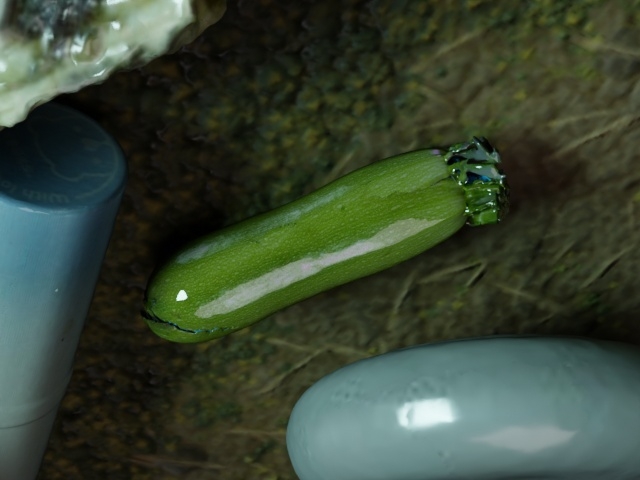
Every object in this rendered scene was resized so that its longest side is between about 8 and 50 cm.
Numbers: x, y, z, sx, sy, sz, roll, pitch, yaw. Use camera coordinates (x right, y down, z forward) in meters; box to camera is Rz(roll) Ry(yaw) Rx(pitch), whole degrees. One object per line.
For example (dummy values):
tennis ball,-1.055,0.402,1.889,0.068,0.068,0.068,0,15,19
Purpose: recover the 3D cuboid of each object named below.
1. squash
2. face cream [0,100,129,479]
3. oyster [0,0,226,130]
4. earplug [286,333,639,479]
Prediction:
squash,0.000,0.000,0.653,0.183,0.052,0.052,-24,133,8
face cream,-0.153,0.053,0.649,0.077,0.077,0.250,8,132,-19
oyster,-0.210,-0.108,0.488,0.355,0.107,0.201,13,109,-8
earplug,0.089,0.159,0.731,0.214,0.175,0.325,-1,132,-2
